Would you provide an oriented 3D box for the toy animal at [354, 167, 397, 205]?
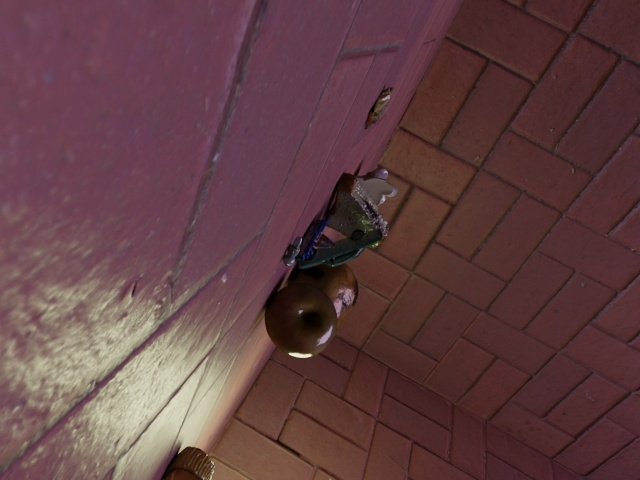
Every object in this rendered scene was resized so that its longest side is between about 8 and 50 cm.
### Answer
[{"bbox_3d":[0.224,-0.238,2.147,0.271,0.206,0.265,-46,-172,14],"label":"toy animal"}]

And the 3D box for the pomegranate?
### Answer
[{"bbox_3d":[0.004,0.214,1.833,0.322,0.322,0.322,-60,176,-7],"label":"pomegranate"}]

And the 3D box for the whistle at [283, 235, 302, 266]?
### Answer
[{"bbox_3d":[-0.079,0.033,1.282,0.100,0.035,0.035,-63,175,18],"label":"whistle"}]

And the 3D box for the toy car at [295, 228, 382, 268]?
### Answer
[{"bbox_3d":[0.067,0.037,1.599,0.321,0.097,0.141,-19,176,1],"label":"toy car"}]

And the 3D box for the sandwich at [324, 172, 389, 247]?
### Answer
[{"bbox_3d":[0.156,-0.106,1.698,0.099,0.255,0.288,-61,174,-31],"label":"sandwich"}]

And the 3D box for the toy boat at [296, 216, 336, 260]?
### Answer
[{"bbox_3d":[0.000,0.000,1.502,0.174,0.110,0.091,-61,177,-14],"label":"toy boat"}]

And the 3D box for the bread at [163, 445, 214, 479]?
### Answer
[{"bbox_3d":[-0.410,0.735,1.392,0.190,0.132,0.114,-60,178,28],"label":"bread"}]

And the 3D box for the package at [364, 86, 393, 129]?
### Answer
[{"bbox_3d":[0.186,-0.423,1.435,0.120,0.031,0.108,-54,174,-15],"label":"package"}]

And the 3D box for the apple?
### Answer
[{"bbox_3d":[-0.074,0.278,1.558,0.256,0.257,0.234,-59,-167,-26],"label":"apple"}]
